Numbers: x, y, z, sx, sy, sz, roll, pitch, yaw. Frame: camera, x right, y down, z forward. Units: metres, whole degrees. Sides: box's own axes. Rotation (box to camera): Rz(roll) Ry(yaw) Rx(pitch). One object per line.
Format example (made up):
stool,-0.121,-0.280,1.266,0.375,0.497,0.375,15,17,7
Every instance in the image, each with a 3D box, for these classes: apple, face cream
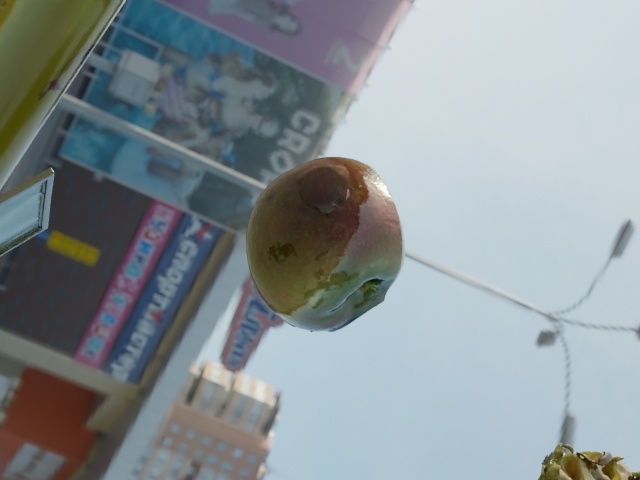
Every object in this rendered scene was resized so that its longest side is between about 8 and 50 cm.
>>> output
apple,0.000,0.000,1.397,0.207,0.174,0.188,-44,-120,33
face cream,-0.243,-0.042,0.687,0.349,0.105,0.105,-52,-164,16

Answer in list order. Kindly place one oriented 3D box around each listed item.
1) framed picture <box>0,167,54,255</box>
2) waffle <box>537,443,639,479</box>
framed picture,-0.347,-0.010,1.249,0.136,0.010,0.201,-34,175,-21
waffle,0.310,0.360,1.234,0.068,0.325,0.302,-30,-117,37
